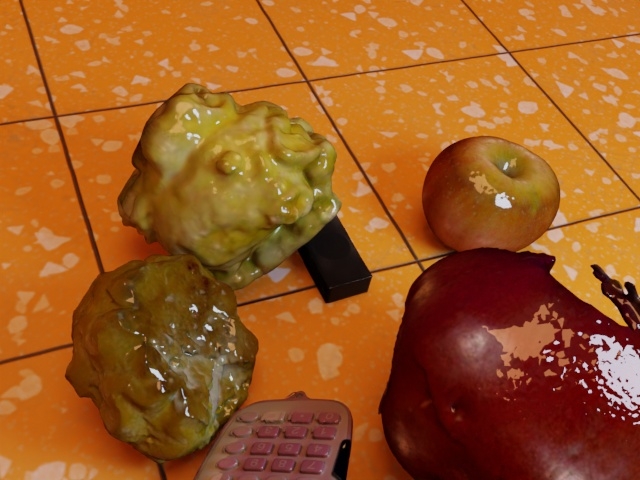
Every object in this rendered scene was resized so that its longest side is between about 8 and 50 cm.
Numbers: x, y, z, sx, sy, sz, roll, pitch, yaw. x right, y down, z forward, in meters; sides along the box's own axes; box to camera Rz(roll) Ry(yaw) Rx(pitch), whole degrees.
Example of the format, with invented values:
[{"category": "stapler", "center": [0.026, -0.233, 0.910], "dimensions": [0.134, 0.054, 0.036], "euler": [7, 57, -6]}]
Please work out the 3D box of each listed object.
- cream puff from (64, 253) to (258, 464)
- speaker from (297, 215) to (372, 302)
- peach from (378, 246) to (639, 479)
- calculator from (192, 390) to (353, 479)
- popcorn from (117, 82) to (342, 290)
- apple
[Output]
[{"category": "cream puff", "center": [-0.216, 0.156, 1.040], "dimensions": [0.281, 0.185, 0.282], "euler": [38, 36, -34]}, {"category": "speaker", "center": [0.000, 0.000, 1.291], "dimensions": [0.082, 0.044, 0.218], "euler": [-13, 52, -21]}, {"category": "peach", "center": [0.282, 0.204, 0.982], "dimensions": [0.416, 0.339, 0.353], "euler": [13, 85, 1]}, {"category": "calculator", "center": [-0.064, 0.293, 0.911], "dimensions": [0.194, 0.043, 0.294], "euler": [-7, 36, 26]}, {"category": "popcorn", "center": [-0.130, -0.086, 1.179], "dimensions": [0.312, 0.312, 0.312], "euler": [5, 48, -6]}, {"category": "apple", "center": [0.283, -0.069, 1.328], "dimensions": [0.234, 0.173, 0.210], "euler": [14, 42, -10]}]
